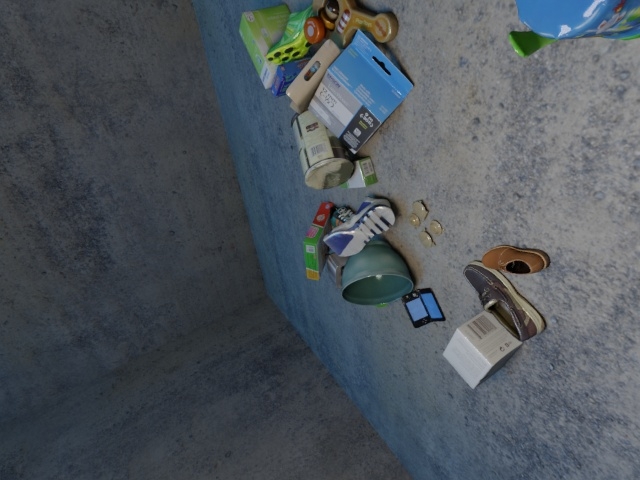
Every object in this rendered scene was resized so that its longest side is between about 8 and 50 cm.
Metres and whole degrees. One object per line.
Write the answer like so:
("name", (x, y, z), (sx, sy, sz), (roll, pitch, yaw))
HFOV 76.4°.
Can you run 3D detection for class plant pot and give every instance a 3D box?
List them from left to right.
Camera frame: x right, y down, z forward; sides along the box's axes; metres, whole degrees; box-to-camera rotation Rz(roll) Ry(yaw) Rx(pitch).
("plant pot", (0.220, 0.123, 1.686), (0.293, 0.292, 0.197), (104, 163, -57))

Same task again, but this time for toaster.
("toaster", (0.118, 0.130, 1.998), (0.110, 0.185, 0.168), (-125, 23, -47))

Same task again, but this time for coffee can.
("coffee can", (0.005, -0.373, 1.626), (0.202, 0.201, 0.276), (117, 143, -63))

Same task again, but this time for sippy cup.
("sippy cup", (0.443, -0.427, 0.641), (0.240, 0.223, 0.306), (48, 153, 39))

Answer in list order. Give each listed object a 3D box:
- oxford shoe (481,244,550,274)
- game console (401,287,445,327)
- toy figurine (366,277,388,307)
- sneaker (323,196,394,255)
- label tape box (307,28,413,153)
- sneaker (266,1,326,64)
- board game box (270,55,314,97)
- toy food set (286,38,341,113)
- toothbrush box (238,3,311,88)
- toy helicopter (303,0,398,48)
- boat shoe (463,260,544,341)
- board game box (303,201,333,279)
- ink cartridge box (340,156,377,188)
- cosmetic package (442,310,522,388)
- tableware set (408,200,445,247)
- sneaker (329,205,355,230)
("oxford shoe", (0.526, 0.060, 1.147), (0.076, 0.075, 0.212), (67, 160, -6))
("game console", (0.408, 0.273, 1.625), (0.085, 0.124, 0.144), (-4, -110, -85))
("toy figurine", (0.241, 0.212, 1.898), (0.173, 0.130, 0.159), (62, 168, -13))
("sneaker", (0.173, -0.071, 1.643), (0.315, 0.182, 0.127), (-33, 108, 30))
("label tape box", (0.121, -0.481, 1.374), (0.249, 0.115, 0.347), (44, 159, -3))
("sneaker", (-0.088, -0.782, 1.549), (0.295, 0.109, 0.124), (-28, 66, 29))
("board game box", (-0.085, -0.659, 1.627), (0.047, 0.210, 0.160), (63, 159, 5))
("toy food set", (-0.038, -0.576, 1.442), (0.092, 0.220, 0.306), (41, -173, -7))
("toothbrush box", (-0.187, -0.814, 1.708), (0.284, 0.206, 0.122), (66, 158, 1))
("toy helicopter", (0.105, -0.727, 1.289), (0.355, 0.140, 0.235), (37, 137, 32))
("boat shoe", (0.532, 0.179, 1.226), (0.285, 0.092, 0.103), (52, 154, 31))
("board game box", (0.000, 0.000, 2.017), (0.064, 0.317, 0.243), (8, 132, 13))
("ink cartridge box", (0.143, -0.278, 1.689), (0.209, 0.062, 0.109), (10, 121, 64))
("cosmetic package", (0.528, 0.357, 1.340), (0.151, 0.151, 0.184), (50, 154, 33))
("tableware set", (0.370, -0.057, 1.456), (0.169, 0.020, 0.141), (59, 159, 15))
("sneaker", (0.119, -0.091, 1.875), (0.302, 0.108, 0.121), (22, 136, 62))
